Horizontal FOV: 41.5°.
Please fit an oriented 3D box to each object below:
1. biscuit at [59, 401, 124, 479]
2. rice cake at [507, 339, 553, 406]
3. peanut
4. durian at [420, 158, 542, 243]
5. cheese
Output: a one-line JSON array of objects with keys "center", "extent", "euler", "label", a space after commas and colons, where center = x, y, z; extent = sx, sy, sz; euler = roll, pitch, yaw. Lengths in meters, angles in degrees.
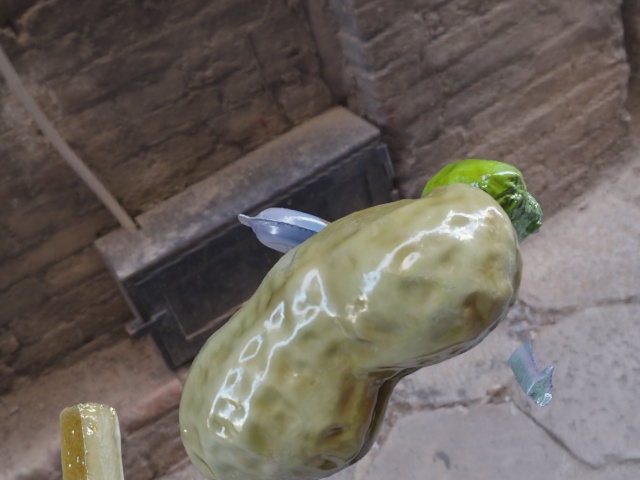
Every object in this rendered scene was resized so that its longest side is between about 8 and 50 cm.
[{"center": [-0.235, 0.266, 0.892], "extent": [0.052, 0.056, 0.188], "euler": [-26, 66, 36], "label": "biscuit"}, {"center": [0.423, 0.259, 1.680], "extent": [0.081, 0.051, 0.290], "euler": [-59, -2, 6], "label": "rice cake"}, {"center": [0.013, 0.075, 0.609], "extent": [0.305, 0.147, 0.147], "euler": [-49, 28, 18], "label": "peanut"}, {"center": [0.335, -0.077, 1.810], "extent": [0.255, 0.339, 0.205], "euler": [-8, 70, 23], "label": "durian"}, {"center": [0.000, 0.000, 1.206], "extent": [0.244, 0.135, 0.052], "euler": [15, 81, 3], "label": "cheese"}]
